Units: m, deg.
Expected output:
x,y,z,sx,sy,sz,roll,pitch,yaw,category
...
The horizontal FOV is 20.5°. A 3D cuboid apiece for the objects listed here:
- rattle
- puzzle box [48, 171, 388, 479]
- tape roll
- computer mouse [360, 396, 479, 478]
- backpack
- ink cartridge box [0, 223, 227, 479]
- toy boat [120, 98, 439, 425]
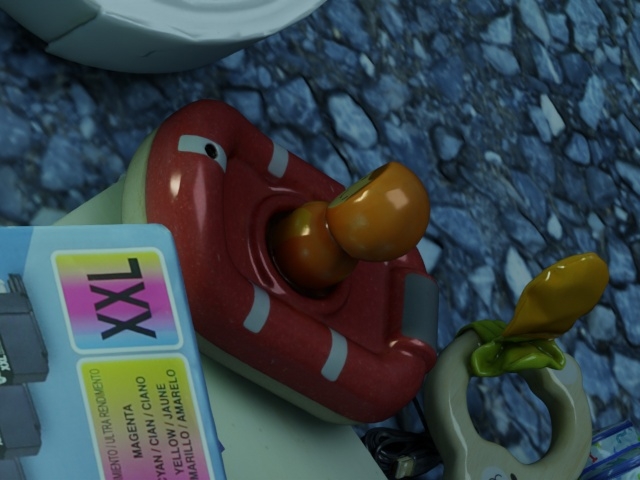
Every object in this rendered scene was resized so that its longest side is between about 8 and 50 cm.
x,y,z,sx,sy,sz,roll,pitch,yaw,category
0.142,0.130,1.140,0.130,0.142,0.200,39,48,-26,rattle
-0.064,0.172,1.013,0.409,0.052,0.272,56,39,-3,puzzle box
-0.103,-0.252,1.131,0.286,0.100,0.286,4,81,-30,tape roll
0.037,0.068,1.201,0.106,0.042,0.193,-15,83,-46,computer mouse
0.203,0.176,1.246,0.105,0.114,0.084,-14,76,-49,backpack
-0.237,0.140,0.735,0.395,0.151,0.270,-3,67,-32,ink cartridge box
0.000,0.000,1.032,0.231,0.151,0.151,31,45,-30,toy boat
